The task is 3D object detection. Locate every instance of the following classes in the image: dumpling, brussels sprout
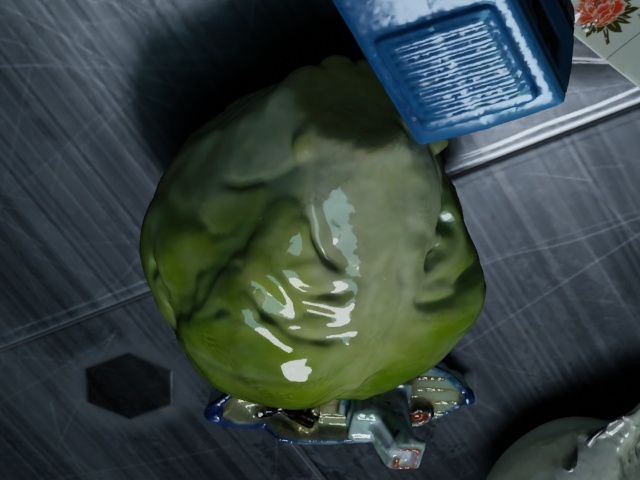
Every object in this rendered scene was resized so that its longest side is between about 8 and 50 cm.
[{"bbox_3d":[0.278,0.266,1.895,0.243,0.175,0.227,-22,161,38],"label":"dumpling"},{"bbox_3d":[-0.011,0.007,1.574,0.273,0.243,0.316,-14,133,7],"label":"brussels sprout"}]

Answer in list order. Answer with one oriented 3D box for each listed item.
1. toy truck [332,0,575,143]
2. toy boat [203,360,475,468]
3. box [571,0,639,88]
[{"bbox_3d":[0.061,-0.256,1.372,0.161,0.162,0.385,-15,129,22],"label":"toy truck"},{"bbox_3d":[0.020,0.159,1.804,0.262,0.115,0.114,6,133,-6],"label":"toy boat"},{"bbox_3d":[0.245,-0.200,1.529,0.198,0.029,0.109,34,125,-29],"label":"box"}]
